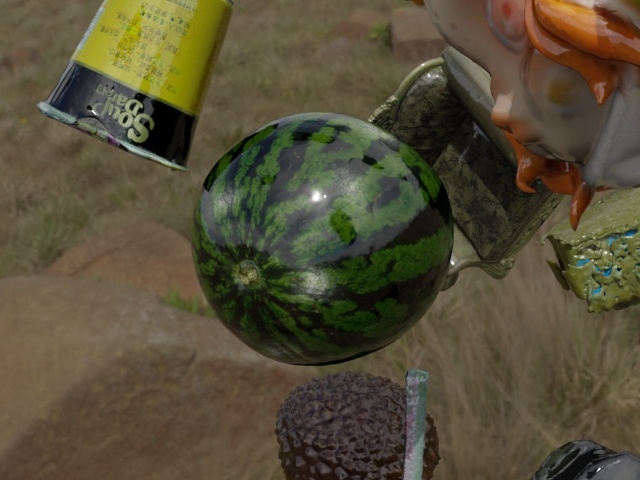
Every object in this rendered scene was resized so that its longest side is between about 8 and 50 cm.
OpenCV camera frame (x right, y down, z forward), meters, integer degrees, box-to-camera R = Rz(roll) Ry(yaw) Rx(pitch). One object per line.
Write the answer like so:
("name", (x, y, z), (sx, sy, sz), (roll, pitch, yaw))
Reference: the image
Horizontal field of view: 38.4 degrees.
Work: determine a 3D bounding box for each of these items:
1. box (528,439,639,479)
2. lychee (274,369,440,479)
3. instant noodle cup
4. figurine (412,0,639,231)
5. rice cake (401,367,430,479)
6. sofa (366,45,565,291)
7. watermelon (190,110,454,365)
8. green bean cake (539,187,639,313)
("box", (0.280, 0.423, 0.900), (0.350, 0.359, 0.091), (-46, -1, 2))
("lychee", (0.050, 0.331, 1.483), (0.267, 0.267, 0.267), (-9, 24, 4))
("instant noodle cup", (-0.227, -0.231, 1.193), (0.215, 0.236, 0.215), (23, 3, -1))
("figurine", (0.160, -0.115, 0.432), (0.196, 0.323, 0.320), (-33, -12, 1))
("rice cake", (0.130, 0.279, 1.284), (0.033, 0.208, 0.033), (5, 8, 14))
("sofa", (0.169, -0.079, 1.105), (0.182, 0.258, 0.200), (-14, 58, -39))
("watermelon", (0.000, 0.000, 1.023), (0.285, 0.285, 0.285), (-9, 24, 4))
("green bean cake", (0.619, 0.031, 1.786), (0.310, 0.202, 0.285), (-27, 14, 5))
